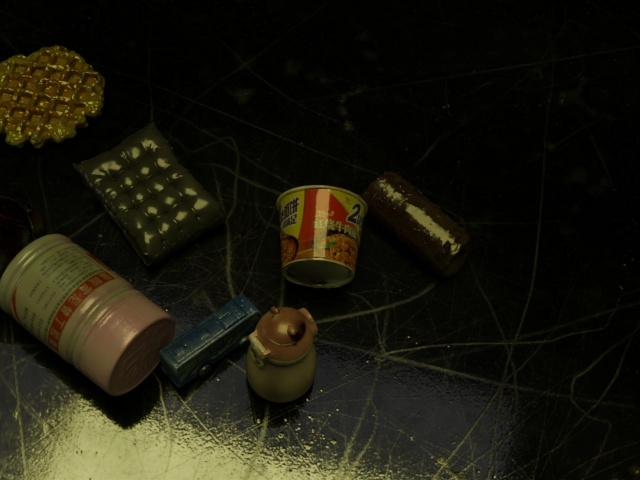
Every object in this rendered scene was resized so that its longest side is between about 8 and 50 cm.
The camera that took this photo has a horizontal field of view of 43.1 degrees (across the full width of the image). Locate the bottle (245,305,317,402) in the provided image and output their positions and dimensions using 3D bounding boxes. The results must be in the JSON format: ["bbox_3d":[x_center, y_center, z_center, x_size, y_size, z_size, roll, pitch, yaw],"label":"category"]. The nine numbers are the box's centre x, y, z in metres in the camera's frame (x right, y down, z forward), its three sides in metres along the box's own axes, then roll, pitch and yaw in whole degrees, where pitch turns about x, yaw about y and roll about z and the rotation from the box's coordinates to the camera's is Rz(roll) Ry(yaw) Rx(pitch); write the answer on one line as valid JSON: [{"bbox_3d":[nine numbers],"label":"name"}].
[{"bbox_3d":[-0.076,0.217,1.629,0.147,0.236,0.148,3,56,-4],"label":"bottle"}]

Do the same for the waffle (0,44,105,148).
[{"bbox_3d":[-0.695,-0.365,2.048,0.302,0.068,0.325,-30,66,-21],"label":"waffle"}]

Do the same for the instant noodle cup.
[{"bbox_3d":[0.000,0.000,1.807,0.213,0.213,0.174,4,65,-3],"label":"instant noodle cup"}]

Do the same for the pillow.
[{"bbox_3d":[-0.395,-0.114,1.899,0.228,0.101,0.326,-34,64,-20],"label":"pillow"}]

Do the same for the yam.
[{"bbox_3d":[0.227,-0.043,1.894,0.131,0.131,0.279,-38,68,-25],"label":"yam"}]

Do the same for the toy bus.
[{"bbox_3d":[-0.224,0.208,1.705,0.236,0.094,0.079,-36,67,-24],"label":"toy bus"}]

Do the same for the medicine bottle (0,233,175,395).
[{"bbox_3d":[-0.478,0.148,1.658,0.316,0.202,0.202,33,60,16],"label":"medicine bottle"}]

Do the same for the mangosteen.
[{"bbox_3d":[-0.674,0.022,1.734,0.289,0.231,0.231,16,51,-34],"label":"mangosteen"}]
